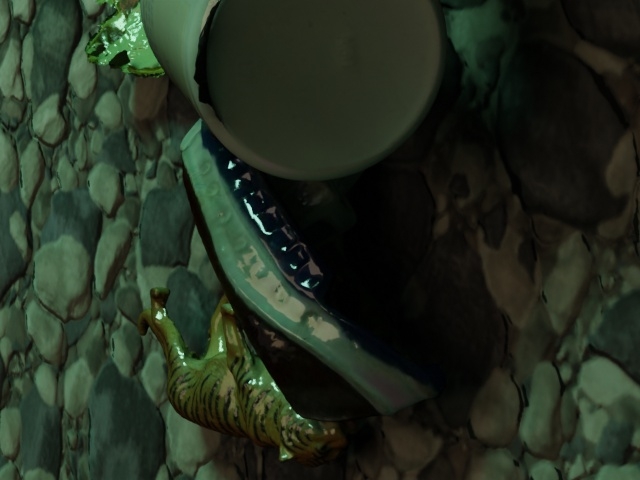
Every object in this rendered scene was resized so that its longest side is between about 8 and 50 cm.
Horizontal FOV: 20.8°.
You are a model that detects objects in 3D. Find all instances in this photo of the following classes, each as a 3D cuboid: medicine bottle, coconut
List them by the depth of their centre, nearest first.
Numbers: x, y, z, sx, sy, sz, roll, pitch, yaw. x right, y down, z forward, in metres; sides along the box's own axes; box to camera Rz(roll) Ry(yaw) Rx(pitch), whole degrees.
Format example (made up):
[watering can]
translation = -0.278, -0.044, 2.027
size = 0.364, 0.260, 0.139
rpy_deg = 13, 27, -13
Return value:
[medicine bottle]
translation = -0.030, -0.134, 1.014
size = 0.258, 0.143, 0.143
rpy_deg = -130, 52, -65
[coconut]
translation = -0.121, -0.177, 1.254
size = 0.133, 0.055, 0.158
rpy_deg = -58, 45, 34

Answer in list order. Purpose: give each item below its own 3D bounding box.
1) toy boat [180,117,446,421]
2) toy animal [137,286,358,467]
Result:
[toy boat]
translation = 0.000, 0.000, 1.057
size = 0.115, 0.114, 0.262
rpy_deg = -32, 57, 11
[toy animal]
translation = -0.058, 0.087, 1.158
size = 0.241, 0.057, 0.099
rpy_deg = 6, 93, 51
